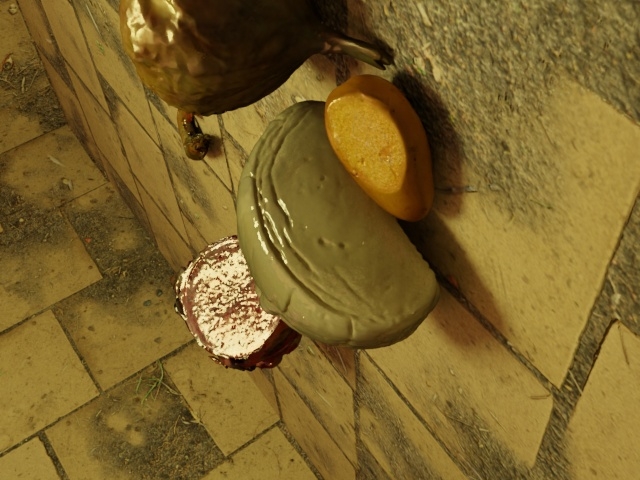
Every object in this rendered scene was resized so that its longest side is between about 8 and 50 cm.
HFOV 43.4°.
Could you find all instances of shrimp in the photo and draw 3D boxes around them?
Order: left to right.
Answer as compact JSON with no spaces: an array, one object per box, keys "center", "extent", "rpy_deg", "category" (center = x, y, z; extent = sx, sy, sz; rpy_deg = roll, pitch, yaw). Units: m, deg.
[{"center":[-0.302,-0.254,1.922],"extent":[0.248,0.068,0.150],"rpy_deg":[34,143,63],"category":"shrimp"}]

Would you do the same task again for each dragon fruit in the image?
[{"center":[-0.137,0.130,1.811],"extent":[0.314,0.296,0.263],"rpy_deg":[47,-168,27],"category":"dragon fruit"}]

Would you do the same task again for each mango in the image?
[{"center":[0.088,-0.118,1.050],"extent":[0.141,0.102,0.217],"rpy_deg":[-5,123,44],"category":"mango"}]

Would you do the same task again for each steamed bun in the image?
[{"center":[-0.005,-0.001,1.210],"extent":[0.384,0.236,0.247],"rpy_deg":[60,170,16],"category":"steamed bun"}]

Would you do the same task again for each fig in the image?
[{"center":[-0.080,-0.279,1.078],"extent":[0.368,0.286,0.286],"rpy_deg":[26,151,13],"category":"fig"}]
